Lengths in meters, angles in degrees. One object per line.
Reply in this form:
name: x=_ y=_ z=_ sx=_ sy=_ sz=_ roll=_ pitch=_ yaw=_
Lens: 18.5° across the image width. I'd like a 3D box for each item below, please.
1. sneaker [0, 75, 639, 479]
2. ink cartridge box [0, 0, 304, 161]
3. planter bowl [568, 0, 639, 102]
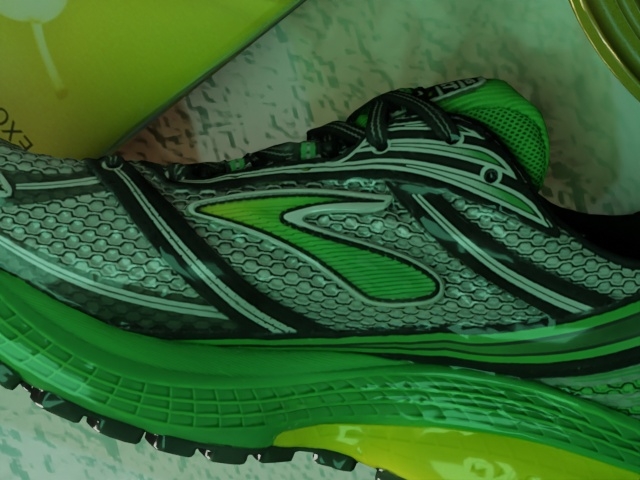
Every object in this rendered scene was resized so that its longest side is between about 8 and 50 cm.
sneaker: x=0.000 y=0.000 z=0.696 sx=0.343 sy=0.134 sz=0.146 roll=13 pitch=101 yaw=-7
ink cartridge box: x=-0.167 y=-0.155 z=0.747 sx=0.307 sy=0.072 sz=0.303 roll=-36 pitch=94 yaw=23
planter bowl: x=0.169 y=-0.109 z=0.628 sx=0.217 sy=0.090 sz=0.217 roll=6 pitch=110 yaw=17
